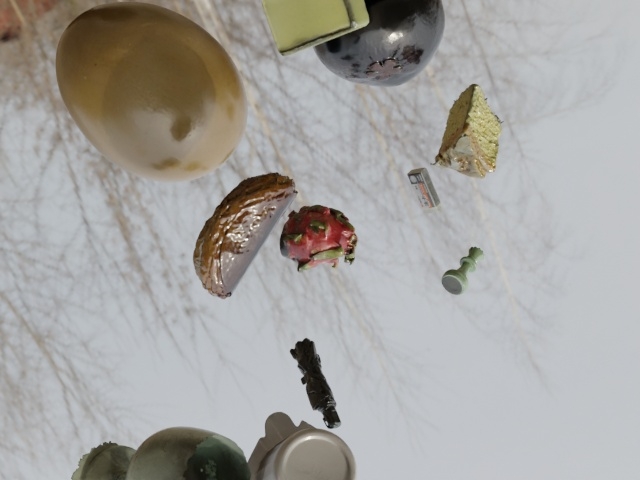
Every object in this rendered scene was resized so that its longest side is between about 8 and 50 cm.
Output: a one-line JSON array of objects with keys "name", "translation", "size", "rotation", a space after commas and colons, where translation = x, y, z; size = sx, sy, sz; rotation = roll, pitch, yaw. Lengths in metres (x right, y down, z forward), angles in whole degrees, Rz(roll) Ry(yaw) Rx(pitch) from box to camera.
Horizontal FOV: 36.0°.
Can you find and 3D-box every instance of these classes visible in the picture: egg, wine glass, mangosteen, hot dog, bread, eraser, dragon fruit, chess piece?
[{"name": "egg", "translation": [-0.311, -0.277, 1.822], "size": [0.301, 0.374, 0.301], "rotation": [-43, -166, 14]}, {"name": "wine glass", "translation": [-0.305, 0.482, 1.927], "size": [0.323, 0.238, 0.238], "rotation": [-20, -158, 39]}, {"name": "mangosteen", "translation": [0.105, -0.461, 1.954], "size": [0.275, 0.275, 0.302], "rotation": [-17, -118, 15]}, {"name": "hot dog", "translation": [-0.126, -0.018, 1.564], "size": [0.227, 0.099, 0.160], "rotation": [-54, -178, 1]}, {"name": "bread", "translation": [0.297, -0.212, 1.915], "size": [0.127, 0.152, 0.147], "rotation": [15, -114, 4]}, {"name": "eraser", "translation": [-0.009, -0.396, 1.690], "size": [0.172, 0.117, 0.058], "rotation": [-14, -172, 36]}, {"name": "eraser", "translation": [0.274, -0.130, 2.582], "size": [0.052, 0.122, 0.029], "rotation": [-7, -156, 48]}, {"name": "dragon fruit", "translation": [0.000, 0.000, 2.387], "size": [0.172, 0.166, 0.160], "rotation": [2, 171, 18]}, {"name": "chess piece", "translation": [0.224, 0.042, 1.512], "size": [0.042, 0.042, 0.093], "rotation": [0, -147, 41]}]

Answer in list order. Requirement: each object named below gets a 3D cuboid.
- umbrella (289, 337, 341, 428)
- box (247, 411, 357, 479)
[{"name": "umbrella", "translation": [-0.006, 0.342, 2.345], "size": [0.066, 0.059, 0.236], "rotation": [-53, -132, 35]}, {"name": "box", "translation": [-0.030, 0.492, 2.143], "size": [0.262, 0.291, 0.206], "rotation": [-10, 161, -18]}]
